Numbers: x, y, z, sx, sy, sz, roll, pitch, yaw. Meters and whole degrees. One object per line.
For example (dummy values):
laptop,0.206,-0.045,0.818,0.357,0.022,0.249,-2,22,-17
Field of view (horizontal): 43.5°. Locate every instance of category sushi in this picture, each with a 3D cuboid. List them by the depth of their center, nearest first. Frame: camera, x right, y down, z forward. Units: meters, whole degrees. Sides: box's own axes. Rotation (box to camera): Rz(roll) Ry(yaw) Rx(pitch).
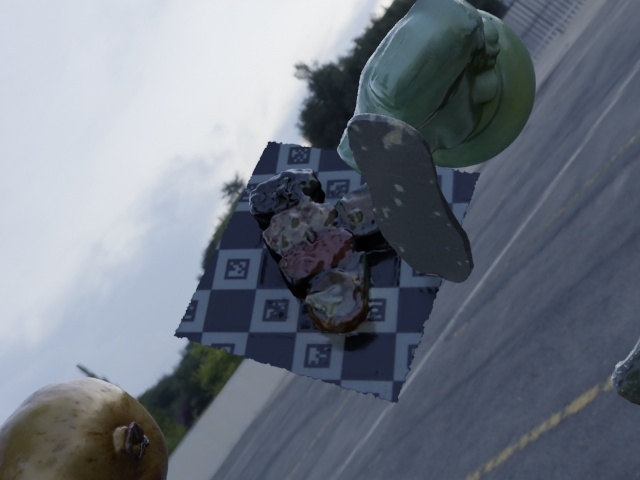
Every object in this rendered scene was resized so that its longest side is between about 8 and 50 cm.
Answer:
sushi,0.000,0.000,1.025,0.339,0.320,0.068,-66,-25,-25

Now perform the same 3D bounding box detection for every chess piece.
chess piece,0.105,-0.144,0.767,0.175,0.176,0.298,-55,-12,20

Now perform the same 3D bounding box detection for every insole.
insole,0.075,-0.026,0.636,0.011,0.081,0.248,-65,-27,-20

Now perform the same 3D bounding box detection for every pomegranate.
pomegranate,-0.275,0.267,0.927,0.215,0.215,0.215,-54,-2,-3

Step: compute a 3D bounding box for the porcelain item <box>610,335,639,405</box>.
porcelain item,0.523,0.152,1.223,0.069,0.081,0.215,-45,-24,-54
